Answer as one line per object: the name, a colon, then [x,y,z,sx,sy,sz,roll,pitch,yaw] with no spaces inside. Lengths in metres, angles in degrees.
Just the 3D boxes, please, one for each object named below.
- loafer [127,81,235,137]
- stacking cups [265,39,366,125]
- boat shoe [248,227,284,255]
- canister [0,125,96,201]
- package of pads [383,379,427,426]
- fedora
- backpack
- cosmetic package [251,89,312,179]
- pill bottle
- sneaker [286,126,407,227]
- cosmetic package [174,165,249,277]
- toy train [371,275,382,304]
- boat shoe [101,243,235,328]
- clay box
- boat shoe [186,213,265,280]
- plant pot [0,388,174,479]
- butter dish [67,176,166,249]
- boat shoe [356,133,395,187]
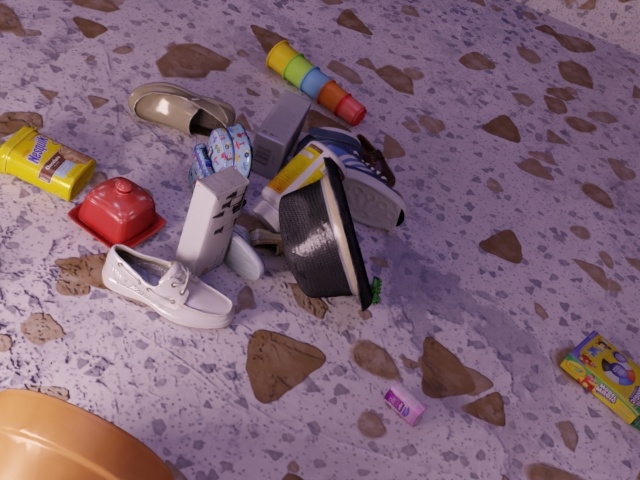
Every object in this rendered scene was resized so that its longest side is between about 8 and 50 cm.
loafer: [-0.334,-0.313,2.109,0.268,0.102,0.092,7,36,-18]
stacking cups: [-0.011,-0.426,2.408,0.316,0.096,0.096,42,44,15]
boat shoe: [-0.097,0.011,1.905,0.135,0.050,0.045,13,61,-25]
canister: [-0.584,-0.164,1.853,0.170,0.073,0.126,25,40,1]
package of pads: [0.166,0.317,1.683,0.083,0.050,0.032,42,44,21]
fedora: [0.000,0.000,1.817,0.152,0.334,0.334,-15,46,3]
backpack: [-0.220,-0.176,1.954,0.117,0.173,0.158,0,46,-25]
cosmetic package: [-0.101,-0.266,2.154,0.085,0.117,0.231,25,41,2]
pill bottle: [-0.049,-0.115,1.951,0.117,0.117,0.215,40,79,20]
sneaker: [0.094,-0.178,2.134,0.322,0.130,0.236,24,44,10]
cosmetic package: [-0.221,-0.031,1.742,0.060,0.239,0.099,42,44,21]
toy train: [0.122,0.110,1.913,0.023,0.017,0.083,41,34,-23]
boat shoe: [-0.293,0.087,1.690,0.277,0.096,0.098,21,39,-3]
clay box: [0.657,0.310,1.915,0.222,0.053,0.127,41,44,21]
boat shoe: [-0.187,-0.006,1.851,0.226,0.083,0.076,41,44,21]
plant pot: [-0.381,0.372,1.218,0.291,0.291,0.203,25,56,3]
butter dish: [-0.416,-0.076,1.797,0.160,0.118,0.160,34,42,14]
boat shoe: [0.134,-0.206,2.238,0.064,0.060,0.178,-15,53,-36]
